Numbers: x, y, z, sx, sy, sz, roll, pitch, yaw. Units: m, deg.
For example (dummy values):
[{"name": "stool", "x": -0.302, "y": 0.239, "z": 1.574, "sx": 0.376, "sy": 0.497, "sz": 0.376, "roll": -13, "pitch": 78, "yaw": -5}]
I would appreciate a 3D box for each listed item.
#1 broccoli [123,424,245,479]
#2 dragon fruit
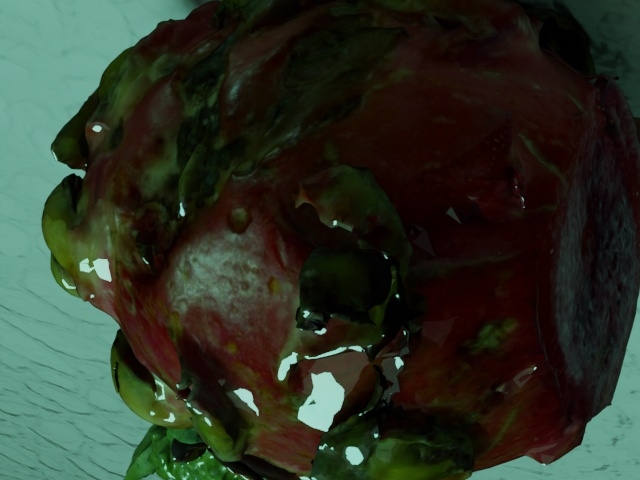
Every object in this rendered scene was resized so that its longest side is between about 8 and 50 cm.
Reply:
[{"name": "broccoli", "x": -0.027, "y": 0.127, "z": 1.305, "sx": 0.254, "sy": 0.186, "sz": 0.302, "roll": -12, "pitch": 169, "yaw": -27}, {"name": "dragon fruit", "x": 0.000, "y": 0.000, "z": 0.927, "sx": 0.291, "sy": 0.269, "sz": 0.250, "roll": 6, "pitch": 141, "yaw": 23}]
